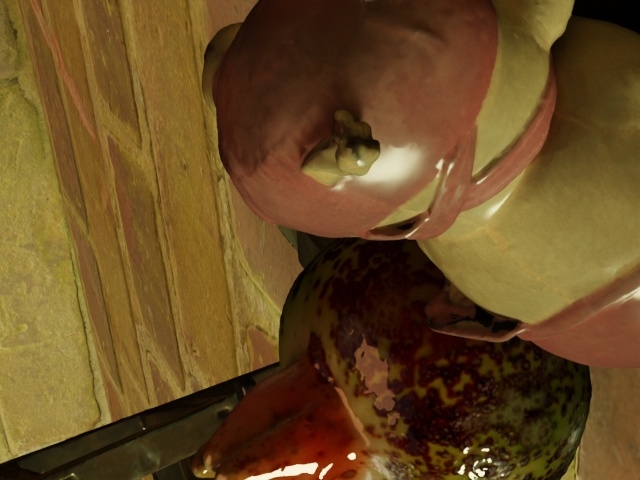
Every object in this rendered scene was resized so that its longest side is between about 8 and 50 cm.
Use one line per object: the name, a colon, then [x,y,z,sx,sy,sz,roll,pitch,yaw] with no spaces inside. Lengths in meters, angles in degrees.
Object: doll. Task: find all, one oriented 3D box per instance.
doll: [0.080,-0.038,0.436,0.152,0.256,0.196,-65,18,-12]

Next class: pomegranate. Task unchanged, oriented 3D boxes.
pomegranate: [0.038,0.089,0.604,0.214,0.248,0.214,39,138,47]

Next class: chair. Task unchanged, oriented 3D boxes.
chair: [-0.059,0.203,0.734,0.241,0.416,0.203,-25,84,62]

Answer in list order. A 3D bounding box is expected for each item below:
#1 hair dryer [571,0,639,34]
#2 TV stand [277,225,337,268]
hair dryer: [0.133,-0.270,0.351,0.303,0.120,0.359,106,155,-78]
TV stand: [0.000,0.000,0.920,0.256,0.040,0.049,49,150,47]
